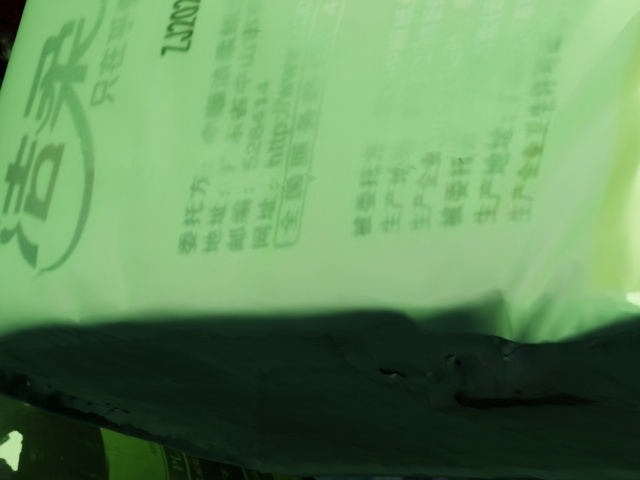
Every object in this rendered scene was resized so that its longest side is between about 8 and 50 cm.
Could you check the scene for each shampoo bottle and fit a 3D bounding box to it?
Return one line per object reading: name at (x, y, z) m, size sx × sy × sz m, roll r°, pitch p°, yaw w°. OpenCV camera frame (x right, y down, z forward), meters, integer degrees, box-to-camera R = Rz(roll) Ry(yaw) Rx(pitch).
shampoo bottle at (-0.116, 0.124, 0.798) m, size 0.101 × 0.284 × 0.101 m, roll -21°, pitch 58°, yaw 38°

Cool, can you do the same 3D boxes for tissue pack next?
tissue pack at (0.071, -0.125, 0.587) m, size 0.332 × 0.205 × 0.405 m, roll -7°, pitch 64°, yaw 48°

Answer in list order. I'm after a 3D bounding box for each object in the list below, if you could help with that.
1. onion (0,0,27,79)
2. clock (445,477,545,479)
onion at (-0.145, -0.245, 1.022) m, size 0.282 × 0.260 × 0.336 m, roll -12°, pitch 65°, yaw 46°
clock at (0.101, 0.024, 0.745) m, size 0.188 × 0.148 × 0.060 m, roll -58°, pitch 22°, yaw -3°
